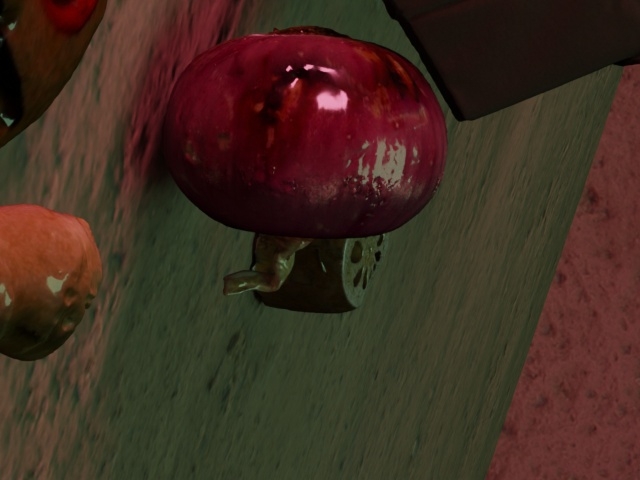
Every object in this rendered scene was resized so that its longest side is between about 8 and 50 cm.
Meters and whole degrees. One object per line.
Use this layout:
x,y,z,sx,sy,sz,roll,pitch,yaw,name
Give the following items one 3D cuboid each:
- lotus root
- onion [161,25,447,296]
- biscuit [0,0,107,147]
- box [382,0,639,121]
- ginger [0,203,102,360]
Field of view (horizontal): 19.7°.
0.000,-0.002,1.444,0.122,0.081,0.112,-60,153,-43,lotus root
-0.009,-0.061,1.140,0.177,0.177,0.153,-49,123,-57,onion
-0.123,-0.211,0.780,0.314,0.063,0.367,-42,145,-61,biscuit
0.111,-0.219,1.181,0.188,0.153,0.252,56,17,-32,box
-0.202,0.027,0.706,0.148,0.081,0.333,-52,155,6,ginger
